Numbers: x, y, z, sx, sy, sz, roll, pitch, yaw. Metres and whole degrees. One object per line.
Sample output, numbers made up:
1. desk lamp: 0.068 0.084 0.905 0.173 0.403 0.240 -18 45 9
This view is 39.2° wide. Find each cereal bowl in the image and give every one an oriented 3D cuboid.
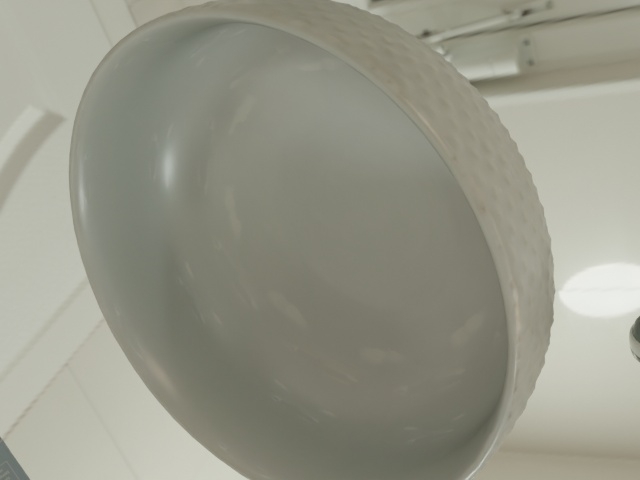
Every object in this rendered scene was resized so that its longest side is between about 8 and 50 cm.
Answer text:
1. cereal bowl: 0.000 0.000 0.590 0.339 0.338 0.141 5 -154 37

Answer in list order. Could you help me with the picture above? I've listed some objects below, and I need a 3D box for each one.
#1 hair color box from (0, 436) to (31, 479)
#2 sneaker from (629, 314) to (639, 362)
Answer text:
1. hair color box: -0.405 0.428 1.172 0.185 0.374 0.114 -31 -175 47
2. sneaker: 0.418 0.052 0.828 0.296 0.178 0.124 3 -149 43
